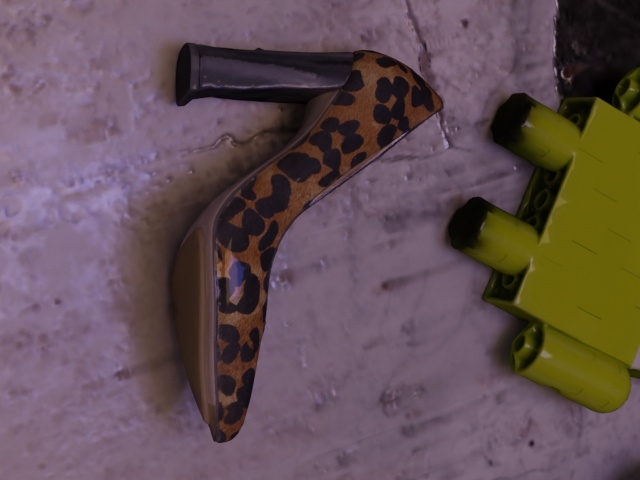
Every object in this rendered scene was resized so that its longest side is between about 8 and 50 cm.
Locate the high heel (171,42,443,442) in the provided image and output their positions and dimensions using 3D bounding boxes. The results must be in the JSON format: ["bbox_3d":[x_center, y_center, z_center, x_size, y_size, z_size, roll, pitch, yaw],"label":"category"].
[{"bbox_3d":[0.000,0.000,1.052,0.186,0.093,0.261,2,84,-21],"label":"high heel"}]

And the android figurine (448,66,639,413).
[{"bbox_3d":[0.228,0.005,1.199,0.273,0.056,0.248,29,80,-24],"label":"android figurine"}]
